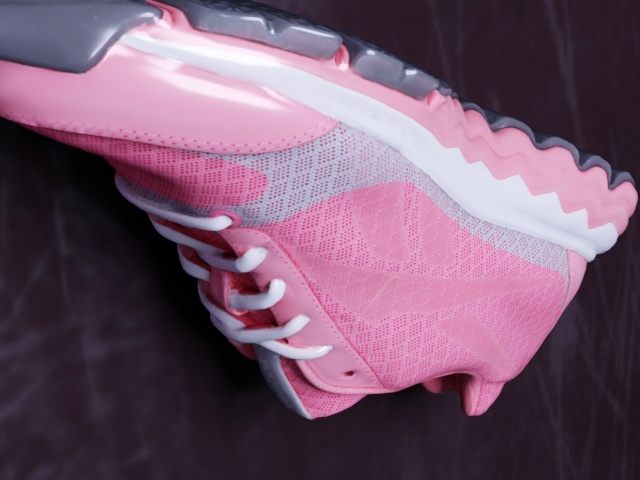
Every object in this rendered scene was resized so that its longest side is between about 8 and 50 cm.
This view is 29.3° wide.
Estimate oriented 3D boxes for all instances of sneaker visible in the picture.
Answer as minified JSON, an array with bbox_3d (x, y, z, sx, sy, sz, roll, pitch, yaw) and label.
[{"bbox_3d":[0.001,0.000,0.436,0.314,0.116,0.136,17,97,-44],"label":"sneaker"}]
